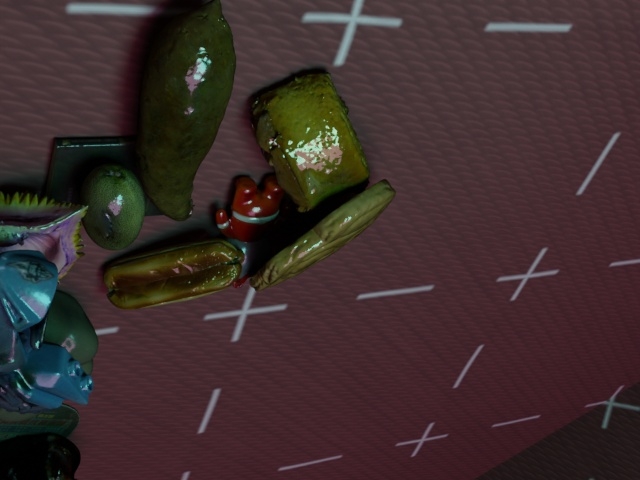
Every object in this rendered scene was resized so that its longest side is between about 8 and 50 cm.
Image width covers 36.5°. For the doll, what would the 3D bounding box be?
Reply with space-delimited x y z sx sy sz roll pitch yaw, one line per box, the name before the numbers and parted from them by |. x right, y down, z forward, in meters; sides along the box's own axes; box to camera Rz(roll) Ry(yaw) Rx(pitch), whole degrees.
doll | -0.126 -0.009 1.702 0.142 0.076 0.245 -6 136 -24

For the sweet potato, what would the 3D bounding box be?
sweet potato | -0.205 -0.164 1.410 0.130 0.130 0.423 -8 140 -24

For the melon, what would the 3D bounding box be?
melon | -0.316 -0.047 1.469 0.099 0.099 0.162 -11 143 -20

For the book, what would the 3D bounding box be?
book | -0.309 -0.097 1.515 0.228 0.024 0.160 -4 138 -28

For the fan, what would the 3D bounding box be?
fan | -0.602 0.407 1.975 0.223 0.012 0.294 -12 142 -23

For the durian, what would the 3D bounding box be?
durian | -0.516 -0.001 1.442 0.341 0.112 0.191 -6 150 -13

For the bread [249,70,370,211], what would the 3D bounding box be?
bread | -0.005 -0.134 1.560 0.160 0.147 0.260 -24 144 0

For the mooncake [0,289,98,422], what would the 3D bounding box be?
mooncake | -0.515 0.198 1.666 0.275 0.135 0.275 -20 142 -16

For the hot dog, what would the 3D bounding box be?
hot dog | -0.251 0.056 1.665 0.249 0.068 0.100 -11 107 9

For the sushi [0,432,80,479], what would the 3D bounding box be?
sushi | -0.570 0.505 1.963 0.212 0.215 0.227 -19 125 -22

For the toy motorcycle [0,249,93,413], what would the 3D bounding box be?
toy motorcycle | -0.450 0.142 1.419 0.232 0.172 0.416 -10 140 7

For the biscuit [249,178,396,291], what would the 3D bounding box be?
biscuit | 0.003 0.004 1.684 0.269 0.051 0.376 -32 176 -31
